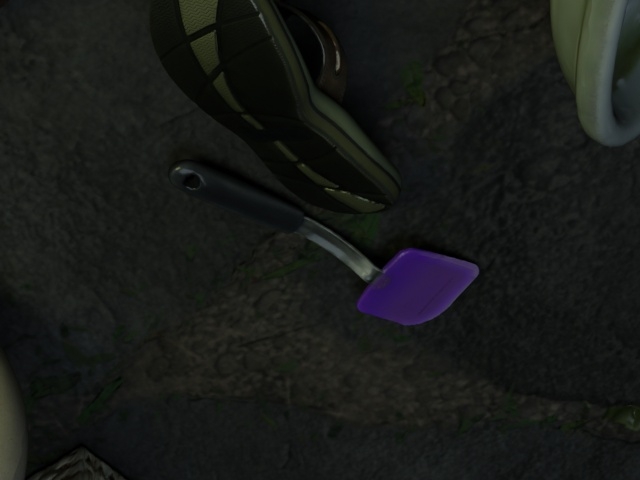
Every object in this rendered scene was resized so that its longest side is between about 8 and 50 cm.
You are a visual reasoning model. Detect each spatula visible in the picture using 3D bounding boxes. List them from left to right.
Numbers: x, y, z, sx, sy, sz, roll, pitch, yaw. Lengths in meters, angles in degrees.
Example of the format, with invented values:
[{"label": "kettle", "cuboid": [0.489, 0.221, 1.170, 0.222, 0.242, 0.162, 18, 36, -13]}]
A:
[{"label": "spatula", "cuboid": [0.000, 0.000, 1.340, 0.296, 0.030, 0.084, 26, 119, -24]}]

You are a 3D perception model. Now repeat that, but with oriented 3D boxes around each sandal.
[{"label": "sandal", "cuboid": [-0.028, -0.124, 1.217, 0.120, 0.086, 0.303, 7, 154, 33]}]

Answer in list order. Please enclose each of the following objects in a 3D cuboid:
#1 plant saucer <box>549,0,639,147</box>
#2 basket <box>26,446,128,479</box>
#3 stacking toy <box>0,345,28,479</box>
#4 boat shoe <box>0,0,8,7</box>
[{"label": "plant saucer", "cuboid": [0.231, -0.260, 1.039, 0.100, 0.400, 0.400, 26, 126, 20]}, {"label": "basket", "cuboid": [-0.242, 0.279, 1.453, 0.167, 0.113, 0.103, -32, 119, 14]}, {"label": "stacking toy", "cuboid": [-0.426, 0.265, 1.354, 0.350, 0.351, 0.480, 2, 144, -10]}, {"label": "boat shoe", "cuboid": [-0.195, -0.226, 1.108, 0.257, 0.095, 0.095, -14, 145, 9]}]
